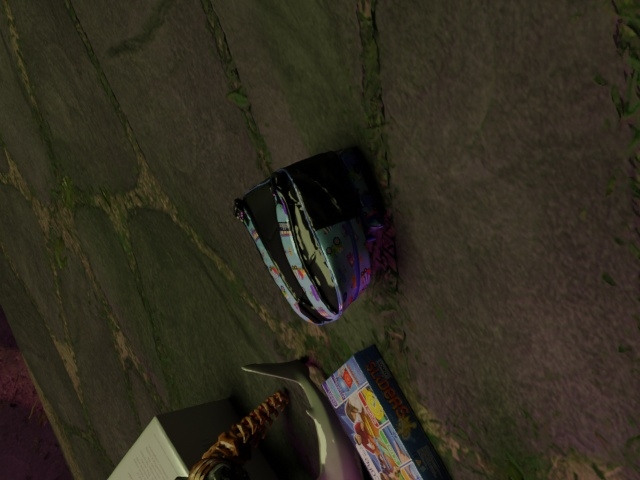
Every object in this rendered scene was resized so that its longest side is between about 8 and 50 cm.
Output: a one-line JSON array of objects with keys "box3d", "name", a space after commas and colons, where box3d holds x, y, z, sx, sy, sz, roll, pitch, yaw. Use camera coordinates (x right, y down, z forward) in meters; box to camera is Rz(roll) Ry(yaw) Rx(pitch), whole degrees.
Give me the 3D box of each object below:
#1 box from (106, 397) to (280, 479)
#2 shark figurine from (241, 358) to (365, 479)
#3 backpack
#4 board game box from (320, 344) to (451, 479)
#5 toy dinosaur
[{"box3d": [-0.239, 0.460, 1.916, 0.215, 0.168, 0.345, 54, 125, 24], "name": "box"}, {"box3d": [-0.005, 0.290, 1.545, 0.166, 0.116, 0.278, 7, 119, 59], "name": "shark figurine"}, {"box3d": [0.000, 0.000, 1.279, 0.173, 0.116, 0.158, 66, 154, 2], "name": "backpack"}, {"box3d": [0.080, 0.242, 1.426, 0.201, 0.035, 0.136, 61, 154, 11], "name": "board game box"}, {"box3d": [-0.133, 0.376, 1.664, 0.218, 0.164, 0.322, 22, 103, 33], "name": "toy dinosaur"}]
